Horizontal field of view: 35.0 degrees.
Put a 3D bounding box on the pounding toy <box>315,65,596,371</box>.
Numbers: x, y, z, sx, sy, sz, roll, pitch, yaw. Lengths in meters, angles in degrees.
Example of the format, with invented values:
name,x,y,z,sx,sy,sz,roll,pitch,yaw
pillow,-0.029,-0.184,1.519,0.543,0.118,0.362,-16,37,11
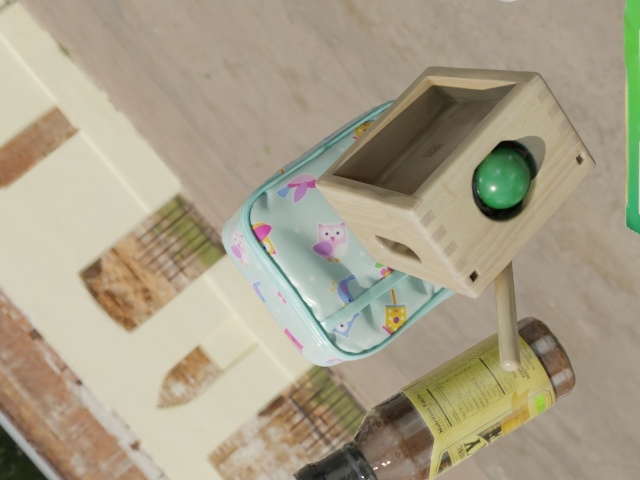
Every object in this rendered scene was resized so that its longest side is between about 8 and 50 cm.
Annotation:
name,x,y,z,sx,sy,sz,roll,pitch,yaw
pounding toy,0.086,-0.019,0.591,0.100,0.130,0.141,50,166,-27

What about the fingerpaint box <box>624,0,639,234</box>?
name,x,y,z,sx,sy,sz,roll,pitch,yaw
fingerpaint box,0.461,-0.229,0.906,0.163,0.371,0.445,41,152,46

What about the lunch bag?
name,x,y,z,sx,sy,sz,roll,pitch,yaw
lunch bag,0.058,-0.008,1.091,0.224,0.279,0.108,54,157,2

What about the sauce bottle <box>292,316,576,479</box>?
name,x,y,z,sx,sy,sz,roll,pitch,yaw
sauce bottle,0.131,0.216,1.192,0.111,0.344,0.111,59,173,12
